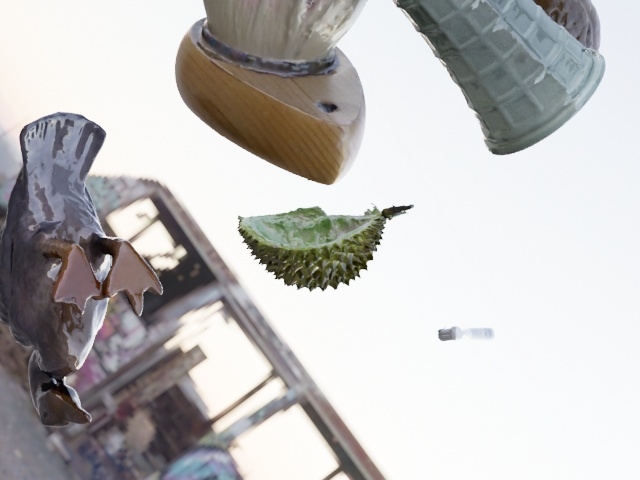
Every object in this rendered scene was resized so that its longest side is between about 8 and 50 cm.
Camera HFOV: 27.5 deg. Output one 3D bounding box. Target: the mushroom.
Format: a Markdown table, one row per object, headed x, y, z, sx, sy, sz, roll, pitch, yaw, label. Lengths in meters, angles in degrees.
| x | y | z | sx | sy | sz | roll | pitch | yaw | label |
| --- | --- | --- | --- | --- | --- | --- | --- | --- | --- |
| 0.352 | -0.327 | 2.139 | 0.146 | 0.278 | 0.278 | 39 | -19 | 56 | mushroom |

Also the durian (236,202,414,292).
| x | y | z | sx | sy | sz | roll | pitch | yaw | label |
| --- | --- | --- | --- | --- | --- | --- | --- | --- | --- |
| 0.000 | 0.000 | 1.471 | 0.086 | 0.215 | 0.100 | 51 | 42 | -60 | durian |

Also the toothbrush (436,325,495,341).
| x | y | z | sx | sy | sz | roll | pitch | yaw | label |
| --- | --- | --- | --- | --- | --- | --- | --- | --- | --- |
| 0.186 | 0.119 | 1.649 | 0.275 | 0.025 | 0.019 | 14 | 66 | -73 | toothbrush |

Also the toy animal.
| x | y | z | sx | sy | sz | roll | pitch | yaw | label |
| --- | --- | --- | --- | --- | --- | --- | --- | --- | --- |
| -0.249 | 0.030 | 1.270 | 0.185 | 0.122 | 0.298 | -23 | -103 | 58 | toy animal |

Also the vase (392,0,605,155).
| x | y | z | sx | sy | sz | roll | pitch | yaw | label |
| --- | --- | --- | --- | --- | --- | --- | --- | --- | --- |
| 0.120 | -0.232 | 1.209 | 0.299 | 0.143 | 0.143 | 47 | -8 | -20 | vase |

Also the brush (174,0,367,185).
| x | y | z | sx | sy | sz | roll | pitch | yaw | label |
| --- | --- | --- | --- | --- | --- | --- | --- | --- | --- |
| -0.027 | -0.180 | 1.240 | 0.267 | 0.174 | 0.166 | 50 | -45 | 44 | brush |
